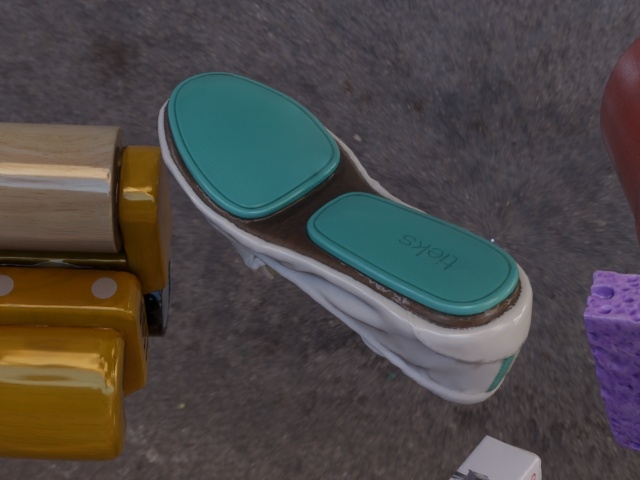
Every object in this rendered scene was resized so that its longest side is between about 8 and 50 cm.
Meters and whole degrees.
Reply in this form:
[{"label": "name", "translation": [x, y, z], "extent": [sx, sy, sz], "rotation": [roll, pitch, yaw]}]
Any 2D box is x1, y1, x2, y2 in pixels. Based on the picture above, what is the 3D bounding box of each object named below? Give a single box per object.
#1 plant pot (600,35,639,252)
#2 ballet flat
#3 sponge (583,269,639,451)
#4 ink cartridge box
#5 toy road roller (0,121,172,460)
[{"label": "plant pot", "translation": [0.376, -0.071, 0.969], "extent": [0.272, 0.265, 0.272], "rotation": [-1, 119, -2]}, {"label": "ballet flat", "translation": [0.000, 0.000, 0.880], "extent": [0.400, 0.139, 0.139], "rotation": [36, 96, 39]}, {"label": "sponge", "translation": [0.232, 0.069, 0.504], "extent": [0.210, 0.117, 0.031], "rotation": [4, 49, 29]}, {"label": "ink cartridge box", "translation": [0.151, 0.281, 1.082], "extent": [0.063, 0.150, 0.109], "rotation": [19, 133, 34]}, {"label": "toy road roller", "translation": [-0.249, 0.064, 1.057], "extent": [0.203, 0.329, 0.240], "rotation": [1, 56, -3]}]
